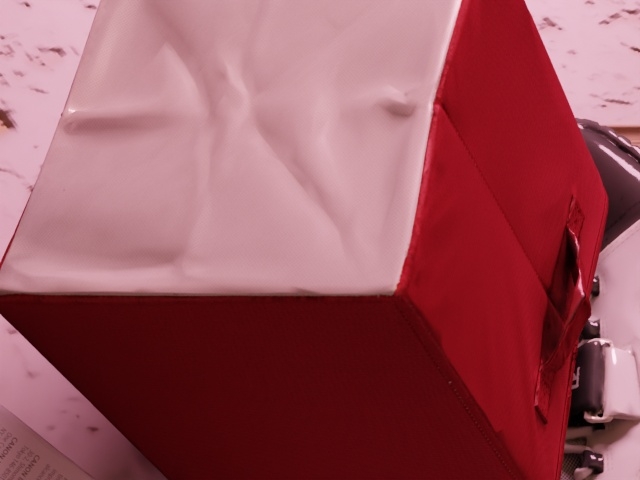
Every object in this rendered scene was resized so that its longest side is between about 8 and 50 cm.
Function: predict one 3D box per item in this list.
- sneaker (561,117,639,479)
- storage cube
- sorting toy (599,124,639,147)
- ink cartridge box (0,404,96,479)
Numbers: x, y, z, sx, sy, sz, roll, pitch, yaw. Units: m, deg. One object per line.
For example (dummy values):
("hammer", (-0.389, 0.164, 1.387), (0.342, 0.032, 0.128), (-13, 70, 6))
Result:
("sneaker", (0.146, 0.090, 0.784), (0.146, 0.122, 0.331), (-16, 67, -22))
("storage cube", (0.000, 0.000, 0.718), (0.215, 0.193, 0.184), (0, 57, 26))
("sorting toy", (0.162, -0.035, 0.916), (0.083, 0.012, 0.062), (-2, 68, -18))
("ink cartridge box", (-0.117, 0.210, 0.715), (0.224, 0.056, 0.181), (42, 60, -11))
